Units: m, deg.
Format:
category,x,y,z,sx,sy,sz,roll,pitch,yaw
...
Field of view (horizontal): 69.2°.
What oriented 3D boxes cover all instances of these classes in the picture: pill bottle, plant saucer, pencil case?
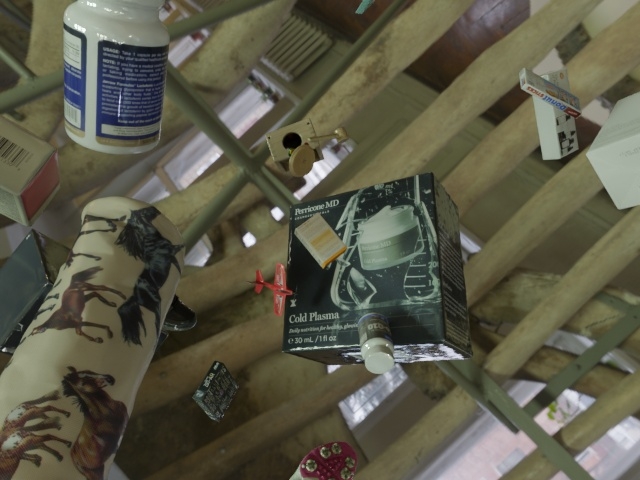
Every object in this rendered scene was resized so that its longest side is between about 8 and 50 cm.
category,x,y,z,sx,sy,sz,roll,pitch,yaw
pill bottle,-0.326,-0.287,0.746,0.153,0.264,0.153,14,-149,-8
plant saucer,0.147,-0.637,1.153,0.018,0.067,0.192,42,161,-7
pencil case,-0.298,0.129,0.597,0.160,0.184,0.410,42,-141,-36
pill bottle,0.130,0.239,1.086,0.078,0.078,0.137,47,-161,-23

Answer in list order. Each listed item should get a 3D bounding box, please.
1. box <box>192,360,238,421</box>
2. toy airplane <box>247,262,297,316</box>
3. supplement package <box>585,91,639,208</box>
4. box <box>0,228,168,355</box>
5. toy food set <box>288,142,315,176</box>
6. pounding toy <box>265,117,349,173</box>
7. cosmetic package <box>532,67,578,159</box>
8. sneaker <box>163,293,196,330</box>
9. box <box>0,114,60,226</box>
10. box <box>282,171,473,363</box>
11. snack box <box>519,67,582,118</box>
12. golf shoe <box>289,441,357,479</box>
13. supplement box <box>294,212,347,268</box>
category,x,y,z,sx,sy,sz,roll,pitch,yaw
box,-0.166,0.243,0.745,0.018,0.067,0.083,11,142,22
toy airplane,-0.126,0.125,1.228,0.151,0.151,0.028,46,-152,7
supplement package,0.809,-0.242,1.121,0.175,0.293,0.177,52,148,-11
box,-0.605,0.168,1.156,0.312,0.179,0.343,41,173,-41
toy food set,-0.045,-0.192,1.109,0.020,0.083,0.082,31,128,38
pounding toy,-0.035,-0.274,1.234,0.181,0.206,0.094,44,-153,-81
cosmetic package,0.678,-0.363,1.339,0.060,0.099,0.239,7,119,57
sneaker,-0.576,0.197,1.630,0.341,0.139,0.125,34,-157,-16
box,-0.655,-0.143,0.977,0.149,0.126,0.232,32,154,-17
box,0.166,0.110,1.394,0.297,0.480,0.471,36,-130,-52
snack box,0.578,-0.369,1.166,0.178,0.064,0.022,21,144,-14
golf shoe,-0.038,0.595,1.097,0.115,0.306,0.140,48,138,19
supplement box,0.000,0.000,0.967,0.098,0.062,0.036,51,164,9
